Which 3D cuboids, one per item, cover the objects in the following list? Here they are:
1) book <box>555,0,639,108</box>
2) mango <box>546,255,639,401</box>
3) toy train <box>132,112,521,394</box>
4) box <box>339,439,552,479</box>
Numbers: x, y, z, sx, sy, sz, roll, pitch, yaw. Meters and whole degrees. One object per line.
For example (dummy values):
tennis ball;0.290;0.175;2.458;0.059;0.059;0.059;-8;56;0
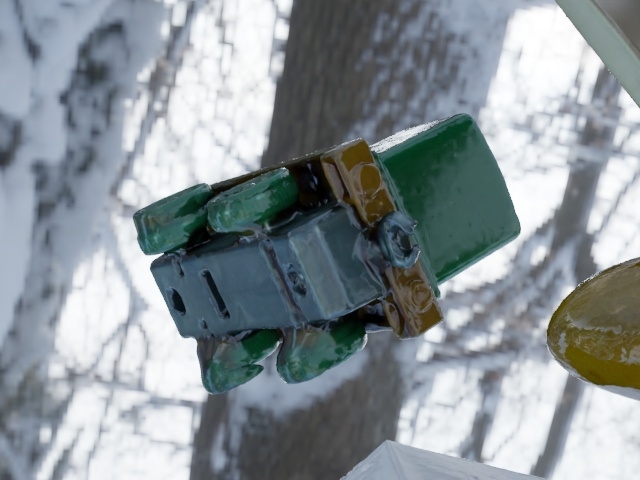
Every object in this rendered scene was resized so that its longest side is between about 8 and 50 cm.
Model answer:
book;0.271;-0.147;1.267;0.269;0.032;0.389;16;-152;-28
mango;0.277;0.065;1.150;0.253;0.138;0.113;-3;-141;10
toy train;0.000;0.000;1.547;0.249;0.178;0.429;-28;-172;-29
box;0.117;0.277;1.161;0.194;0.111;0.260;19;-141;-41
